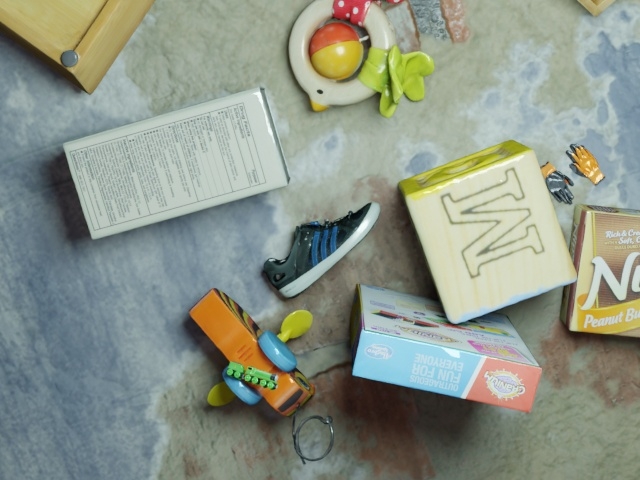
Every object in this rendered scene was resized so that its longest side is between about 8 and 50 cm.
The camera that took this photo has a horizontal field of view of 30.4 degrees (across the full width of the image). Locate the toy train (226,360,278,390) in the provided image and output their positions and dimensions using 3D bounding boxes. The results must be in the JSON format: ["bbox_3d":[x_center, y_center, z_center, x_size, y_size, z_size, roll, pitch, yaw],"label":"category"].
[{"bbox_3d":[-0.097,0.194,1.696,0.083,0.017,0.024,15,74,21],"label":"toy train"}]

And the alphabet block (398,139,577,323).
[{"bbox_3d":[0.236,-0.017,1.705,0.193,0.192,0.197,-20,99,2],"label":"alphabet block"}]

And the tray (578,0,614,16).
[{"bbox_3d":[0.313,-0.503,1.580,0.411,0.076,0.203,34,117,-30],"label":"tray"}]

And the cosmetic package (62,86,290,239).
[{"bbox_3d":[-0.205,-0.115,1.725,0.296,0.129,0.153,-14,97,4],"label":"cosmetic package"}]

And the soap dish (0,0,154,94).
[{"bbox_3d":[-0.391,-0.385,1.690,0.290,0.118,0.229,36,98,-4],"label":"soap dish"}]

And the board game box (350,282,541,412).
[{"bbox_3d":[0.164,0.144,1.666,0.242,0.316,0.064,12,99,0],"label":"board game box"}]

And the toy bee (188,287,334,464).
[{"bbox_3d":[-0.080,0.210,1.781,0.195,0.162,0.298,-23,73,12],"label":"toy bee"}]

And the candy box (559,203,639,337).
[{"bbox_3d":[0.531,0.054,1.761,0.316,0.087,0.183,6,99,0],"label":"candy box"}]

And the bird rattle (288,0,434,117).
[{"bbox_3d":[0.045,-0.292,1.700,0.206,0.143,0.254,-20,95,20],"label":"bird rattle"}]

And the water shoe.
[{"bbox_3d":[0.000,0.000,1.769,0.203,0.073,0.080,-42,94,6],"label":"water shoe"}]

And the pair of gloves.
[{"bbox_3d":[0.379,-0.101,1.778,0.083,0.010,0.074,-37,97,7],"label":"pair of gloves"}]
